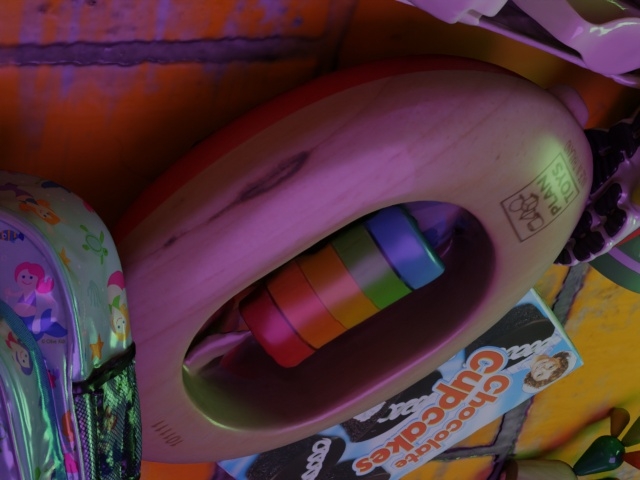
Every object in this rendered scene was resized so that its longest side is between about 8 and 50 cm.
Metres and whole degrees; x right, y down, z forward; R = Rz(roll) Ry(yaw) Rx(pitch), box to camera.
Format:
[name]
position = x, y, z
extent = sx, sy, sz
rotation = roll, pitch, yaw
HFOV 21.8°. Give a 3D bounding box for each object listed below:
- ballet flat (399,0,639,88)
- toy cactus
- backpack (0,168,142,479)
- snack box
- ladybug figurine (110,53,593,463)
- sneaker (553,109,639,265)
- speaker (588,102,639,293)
[ballet flat]
position = 0.135, -0.196, 1.171
extent = 0.400, 0.139, 0.139
rotation = 14, 125, -38
[toy cactus]
position = 0.287, 0.258, 1.777
extent = 0.180, 0.112, 0.219
rotation = 13, 131, -14
[backpack]
position = -0.245, 0.082, 1.127
extent = 0.225, 0.191, 0.253
rotation = 4, 101, 17
[snack box]
position = 0.071, 0.140, 1.544
extent = 0.322, 0.060, 0.187
rotation = -33, 140, 7
[ladybug figurine]
position = 0.000, 0.000, 1.278
extent = 0.449, 0.162, 0.305
rotation = -30, 139, 3
[sneaker]
position = 0.268, -0.050, 1.302
extent = 0.118, 0.107, 0.279
rotation = -3, 166, -36
[speaker]
position = 0.332, -0.095, 1.387
extent = 0.131, 0.131, 0.296
rotation = 11, 127, -37
